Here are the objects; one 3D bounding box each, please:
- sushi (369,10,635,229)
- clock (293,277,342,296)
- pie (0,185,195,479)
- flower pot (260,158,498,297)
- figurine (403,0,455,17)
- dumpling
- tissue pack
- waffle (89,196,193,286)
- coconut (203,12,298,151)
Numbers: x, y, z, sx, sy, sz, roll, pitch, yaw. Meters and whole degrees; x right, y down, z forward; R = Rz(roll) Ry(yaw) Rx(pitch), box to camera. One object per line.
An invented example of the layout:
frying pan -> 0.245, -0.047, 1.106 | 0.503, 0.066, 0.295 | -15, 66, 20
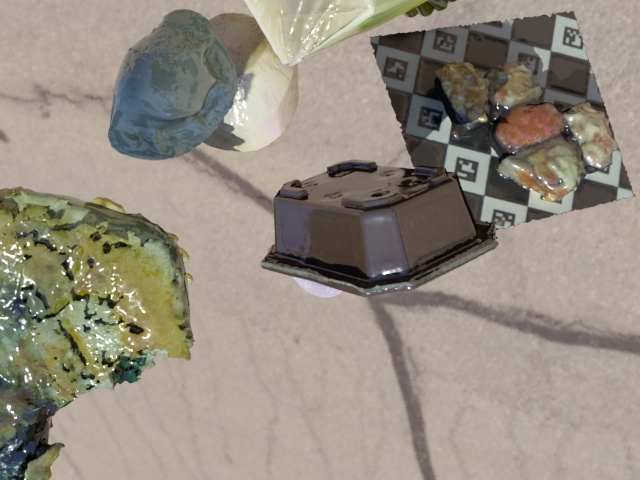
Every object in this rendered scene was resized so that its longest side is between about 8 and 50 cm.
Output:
sushi -> 0.244, -0.169, 1.116 | 0.059, 0.294, 0.292 | 114, 142, -72
clock -> 0.000, 0.000, 1.653 | 0.172, 0.064, 0.198 | 16, 104, 18
pie -> -0.312, 0.098, 0.901 | 0.296, 0.371, 0.078 | 48, 180, -17
flower pot -> 0.048, -0.026, 0.902 | 0.251, 0.179, 0.084 | 11, 119, 55
figurine -> 0.048, -0.399, 1.054 | 0.187, 0.315, 0.168 | -33, 63, 39
dumpling -> -0.201, -0.206, 1.174 | 0.152, 0.219, 0.108 | 25, 179, 4
tissue pack -> 0.022, -0.283, 0.846 | 0.125, 0.234, 0.159 | -25, 98, 36
waffle -> -0.348, 0.044, 1.383 | 0.262, 0.060, 0.280 | 40, 123, -23
coconut -> -0.159, -0.291, 1.665 | 0.259, 0.259, 0.259 | 23, 139, 22
